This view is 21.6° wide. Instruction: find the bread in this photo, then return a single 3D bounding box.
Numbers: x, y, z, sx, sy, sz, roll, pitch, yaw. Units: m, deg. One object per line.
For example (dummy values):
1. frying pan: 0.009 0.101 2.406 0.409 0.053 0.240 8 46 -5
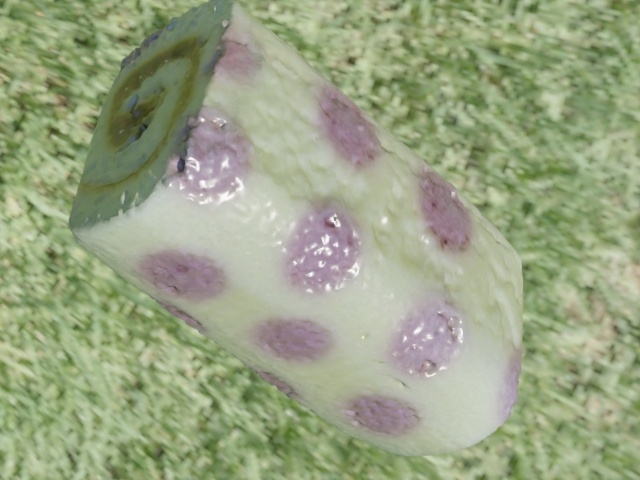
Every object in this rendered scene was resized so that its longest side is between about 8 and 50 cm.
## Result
1. bread: 0.000 0.000 1.156 0.338 0.155 0.187 40 41 -34
